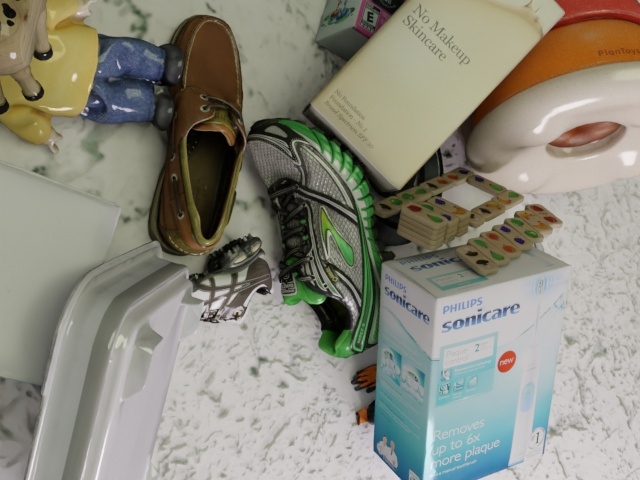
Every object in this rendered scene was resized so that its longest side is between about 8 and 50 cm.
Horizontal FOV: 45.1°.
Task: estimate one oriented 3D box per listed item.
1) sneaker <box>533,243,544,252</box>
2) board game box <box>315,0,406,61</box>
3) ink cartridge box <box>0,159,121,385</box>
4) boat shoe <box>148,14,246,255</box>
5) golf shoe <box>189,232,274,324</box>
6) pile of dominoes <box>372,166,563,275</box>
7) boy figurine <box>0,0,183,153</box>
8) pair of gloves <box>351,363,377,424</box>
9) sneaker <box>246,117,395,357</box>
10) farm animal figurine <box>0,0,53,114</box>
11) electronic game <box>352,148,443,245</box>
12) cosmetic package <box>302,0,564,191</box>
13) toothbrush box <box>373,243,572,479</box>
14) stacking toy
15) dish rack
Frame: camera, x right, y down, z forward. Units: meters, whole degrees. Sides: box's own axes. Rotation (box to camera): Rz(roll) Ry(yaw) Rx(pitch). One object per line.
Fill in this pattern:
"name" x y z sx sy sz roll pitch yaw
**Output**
"sneaker" 0.269 0.092 1.183 0.091 0.094 0.258 37 68 -32
"board game box" 0.143 -0.384 1.141 0.224 0.097 0.303 24 73 -31
"ink cartridge box" -0.321 0.029 0.719 0.168 0.232 0.171 21 75 -28
"boat shoe" -0.131 -0.133 0.932 0.110 0.104 0.307 7 82 -33
"golf shoe" -0.133 0.075 0.932 0.198 0.077 0.094 -35 105 -29
"pile of dominoes" 0.207 -0.046 1.041 0.251 0.196 0.040 -25 134 -44
"boy figurine" -0.298 -0.183 0.835 0.285 0.092 0.177 4 111 -30
"pair of gloves" 0.079 0.219 1.098 0.074 0.010 0.083 -9 92 -34
"sneaker" 0.000 0.000 0.991 0.146 0.134 0.343 -37 106 -29
"farm animal figurine" -0.311 -0.315 0.703 0.330 0.172 0.327 41 65 10
"electronic game" 0.101 -0.106 1.116 0.229 0.048 0.229 3 85 -41
"cosmetic package" 0.139 -0.225 0.989 0.160 0.113 0.309 43 88 -7
"toothbrush box" 0.194 0.162 1.021 0.216 0.126 0.295 -10 113 -27
"stacking toy" 0.371 -0.340 1.205 0.350 0.350 0.480 8 65 -33
"dish rack" -0.192 0.179 0.731 0.072 0.285 0.333 16 98 1
